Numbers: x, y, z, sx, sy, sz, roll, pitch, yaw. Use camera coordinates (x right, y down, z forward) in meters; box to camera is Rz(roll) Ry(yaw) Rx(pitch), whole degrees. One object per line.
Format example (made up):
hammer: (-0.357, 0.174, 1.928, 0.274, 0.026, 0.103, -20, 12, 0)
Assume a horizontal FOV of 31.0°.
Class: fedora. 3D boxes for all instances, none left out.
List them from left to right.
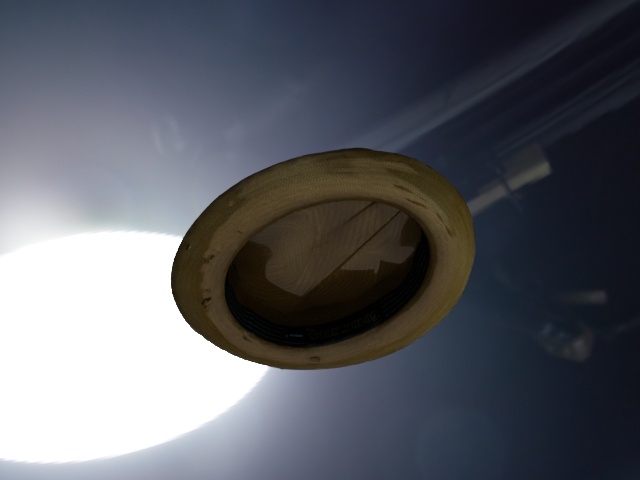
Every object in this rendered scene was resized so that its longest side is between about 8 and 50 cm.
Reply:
fedora: (0.000, 0.000, 0.726, 0.194, 0.079, 0.194, -4, -46, -4)
